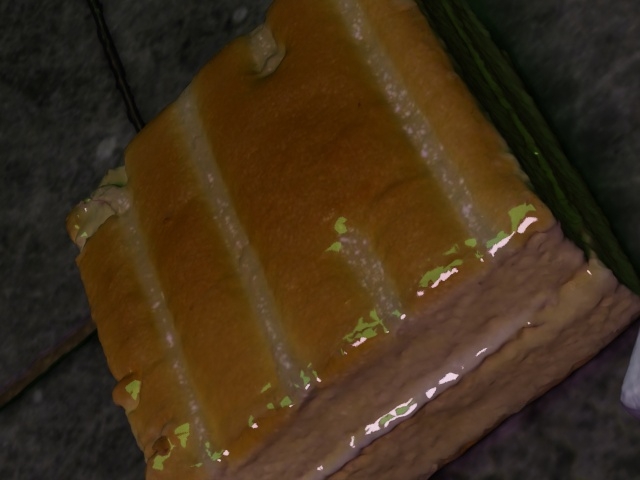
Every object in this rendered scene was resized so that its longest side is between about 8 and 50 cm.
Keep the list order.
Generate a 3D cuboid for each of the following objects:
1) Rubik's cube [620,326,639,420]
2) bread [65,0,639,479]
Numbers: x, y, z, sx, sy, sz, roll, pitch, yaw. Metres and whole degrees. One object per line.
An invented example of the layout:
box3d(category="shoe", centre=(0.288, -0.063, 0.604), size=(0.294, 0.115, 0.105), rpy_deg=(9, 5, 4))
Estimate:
box3d(category="Rubik's cube", centre=(0.255, 0.011, 0.667), size=(0.205, 0.205, 0.207), rpy_deg=(6, 68, 43))
box3d(category="bread", centre=(0.000, 0.000, 0.971), size=(0.239, 0.111, 0.246), rpy_deg=(-38, 45, 16))
